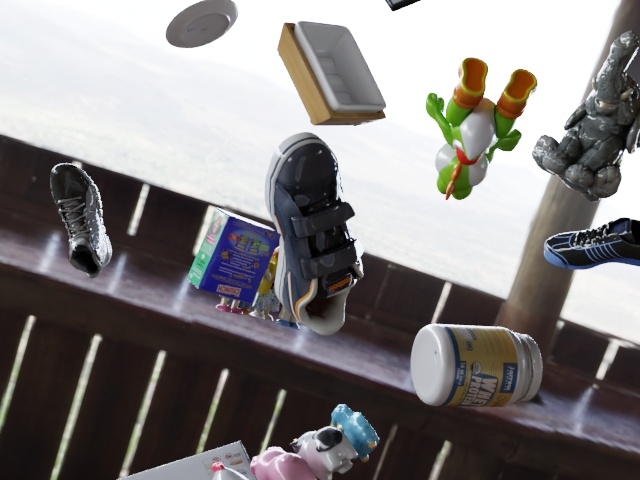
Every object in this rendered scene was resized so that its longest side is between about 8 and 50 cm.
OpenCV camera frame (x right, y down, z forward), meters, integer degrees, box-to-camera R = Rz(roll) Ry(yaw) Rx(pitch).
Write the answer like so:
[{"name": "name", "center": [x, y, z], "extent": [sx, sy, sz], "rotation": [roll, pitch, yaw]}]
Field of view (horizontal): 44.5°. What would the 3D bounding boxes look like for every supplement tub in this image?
[{"name": "supplement tub", "center": [0.278, 0.225, 1.404], "extent": [0.199, 0.144, 0.144], "rotation": [4, 12, -17]}]

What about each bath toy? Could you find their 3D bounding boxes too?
[{"name": "bath toy", "center": [-0.060, 0.417, 1.448], "extent": [0.348, 0.151, 0.129], "rotation": [-19, 58, -36]}]

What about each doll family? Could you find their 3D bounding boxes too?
[{"name": "doll family", "center": [-0.125, 0.071, 1.566], "extent": [0.118, 0.163, 0.263], "rotation": [13, -5, 43]}]

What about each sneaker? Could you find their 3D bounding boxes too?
[{"name": "sneaker", "center": [-0.464, -0.030, 1.513], "extent": [0.086, 0.229, 0.132], "rotation": [-17, 24, -1]}, {"name": "sneaker", "center": [0.516, -0.001, 1.407], "extent": [0.232, 0.081, 0.090], "rotation": [-1, -41, 27]}, {"name": "sneaker", "center": [0.000, 0.000, 1.154], "extent": [0.126, 0.321, 0.127], "rotation": [-22, 43, -23]}]

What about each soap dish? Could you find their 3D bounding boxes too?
[{"name": "soap dish", "center": [0.027, -0.428, 2.045], "extent": [0.229, 0.118, 0.291], "rotation": [-10, 70, -47]}]

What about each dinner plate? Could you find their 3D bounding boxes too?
[{"name": "dinner plate", "center": [-0.207, -0.380, 1.389], "extent": [0.141, 0.141, 0.017], "rotation": [3, 59, -61]}]

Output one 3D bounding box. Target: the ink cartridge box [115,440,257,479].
[{"name": "ink cartridge box", "center": [-0.294, 0.609, 1.686], "extent": [0.309, 0.272, 0.130], "rotation": [-13, 38, -22]}]

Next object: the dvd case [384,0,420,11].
[{"name": "dvd case", "center": [0.195, -0.642, 1.803], "extent": [0.022, 0.180, 0.253], "rotation": [73, -7, -58]}]

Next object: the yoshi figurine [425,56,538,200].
[{"name": "yoshi figurine", "center": [0.331, -0.241, 1.674], "extent": [0.203, 0.362, 0.203], "rotation": [-21, 63, -20]}]

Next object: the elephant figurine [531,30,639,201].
[{"name": "elephant figurine", "center": [0.481, -0.197, 1.302], "extent": [0.169, 0.239, 0.186], "rotation": [28, 6, -7]}]

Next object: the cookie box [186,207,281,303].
[{"name": "cookie box", "center": [-0.118, 0.022, 1.065], "extent": [0.092, 0.107, 0.040], "rotation": [21, 5, -37]}]
